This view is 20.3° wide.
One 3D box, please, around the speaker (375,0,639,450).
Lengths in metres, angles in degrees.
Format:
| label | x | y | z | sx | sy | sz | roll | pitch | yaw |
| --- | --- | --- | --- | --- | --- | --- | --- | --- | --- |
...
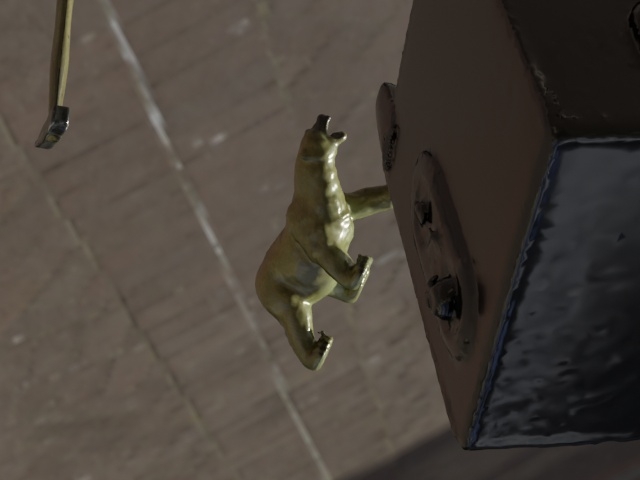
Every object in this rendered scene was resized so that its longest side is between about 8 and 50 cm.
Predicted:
| label | x | y | z | sx | sy | sz | roll | pitch | yaw |
| --- | --- | --- | --- | --- | --- | --- | --- | --- | --- |
| speaker | 0.142 | -0.059 | 0.942 | 0.184 | 0.254 | 0.232 | -1 | 136 | -12 |

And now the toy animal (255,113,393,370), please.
| label | x | y | z | sx | sy | sz | roll | pitch | yaw |
| --- | --- | --- | --- | --- | --- | --- | --- | --- | --- |
| toy animal | 0.000 | 0.000 | 1.550 | 0.103 | 0.101 | 0.219 | -58 | 174 | -47 |

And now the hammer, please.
| label | x | y | z | sx | sy | sz | roll | pitch | yaw |
| --- | --- | --- | --- | --- | --- | --- | --- | --- | --- |
| hammer | -0.162 | -0.154 | 1.128 | 0.013 | 0.199 | 0.062 | 9 | 160 | -17 |
